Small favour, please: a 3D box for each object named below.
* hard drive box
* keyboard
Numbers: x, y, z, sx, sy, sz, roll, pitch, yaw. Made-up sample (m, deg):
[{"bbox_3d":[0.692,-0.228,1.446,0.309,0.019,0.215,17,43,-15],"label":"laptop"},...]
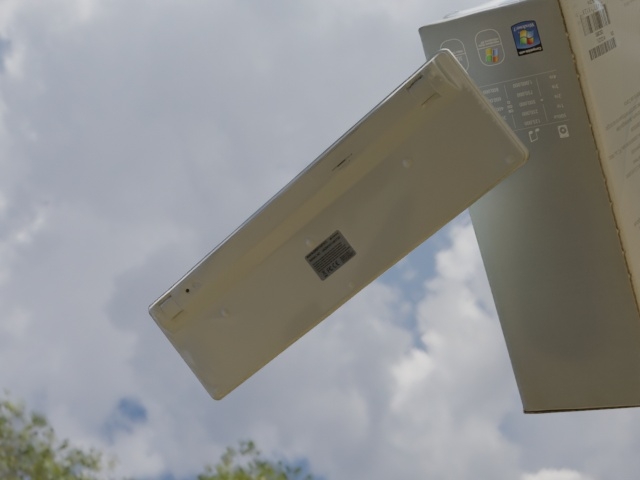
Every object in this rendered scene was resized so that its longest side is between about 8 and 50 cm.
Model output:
[{"bbox_3d":[0.163,-0.041,0.760,0.181,0.089,0.232,-30,-73,-53],"label":"hard drive box"},{"bbox_3d":[0.000,0.000,0.711,0.256,0.072,0.014,-40,1,31],"label":"keyboard"}]
